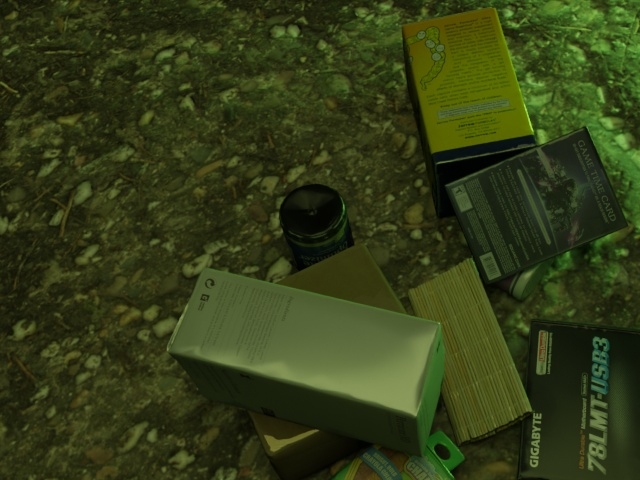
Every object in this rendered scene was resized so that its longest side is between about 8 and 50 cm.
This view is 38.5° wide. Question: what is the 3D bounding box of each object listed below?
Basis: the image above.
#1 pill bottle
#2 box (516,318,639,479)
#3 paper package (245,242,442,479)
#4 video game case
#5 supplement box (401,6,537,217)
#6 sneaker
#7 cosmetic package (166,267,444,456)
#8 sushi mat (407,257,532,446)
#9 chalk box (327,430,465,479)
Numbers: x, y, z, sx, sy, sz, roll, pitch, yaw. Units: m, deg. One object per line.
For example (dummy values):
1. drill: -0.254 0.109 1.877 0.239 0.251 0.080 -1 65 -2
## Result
1. pill bottle: 0.000 0.000 1.706 0.122 0.219 0.123 -5 59 8
2. box: 0.489 0.288 1.541 0.293 0.073 0.296 6 60 12
3. paper package: 0.006 0.215 1.609 0.324 0.168 0.310 -25 61 -6
4. video game case: 0.384 -0.062 1.639 0.274 0.026 0.196 -23 90 1
5. supplement box: 0.289 -0.256 1.823 0.195 0.194 0.357 -10 58 3
6. sneaker: 0.394 -0.037 1.733 0.161 0.102 0.282 34 70 28
7. cosmetic package: -0.010 0.188 1.409 0.384 0.217 0.156 13 65 18
8. sushi mat: 0.258 0.194 1.623 0.151 0.019 0.317 -33 54 24
9. chalk box: 0.138 0.395 1.499 0.213 0.132 0.132 -37 61 -12
